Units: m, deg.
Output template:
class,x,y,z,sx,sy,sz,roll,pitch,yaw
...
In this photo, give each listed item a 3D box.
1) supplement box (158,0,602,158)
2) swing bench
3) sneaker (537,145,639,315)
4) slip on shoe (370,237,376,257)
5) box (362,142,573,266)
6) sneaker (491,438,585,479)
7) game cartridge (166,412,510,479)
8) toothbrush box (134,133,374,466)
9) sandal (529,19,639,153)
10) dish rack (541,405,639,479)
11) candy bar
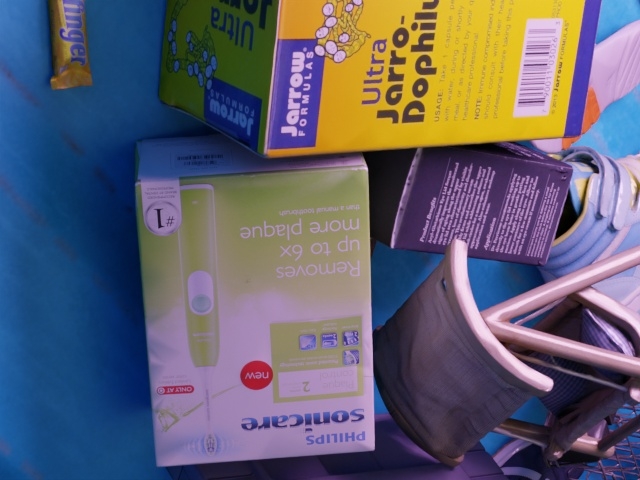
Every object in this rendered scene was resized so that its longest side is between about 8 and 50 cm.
class,x,y,z,sx,sy,sz,roll,pitch,yaw
supplement box,0.058,-0.200,1.590,0.356,0.194,0.195,-6,111,-34
swing bench,0.207,0.116,1.721,0.254,0.253,0.165,-2,69,-17
sneaker,0.342,-0.065,1.887,0.319,0.127,0.208,-50,129,-10
slip on shoe,0.000,0.000,1.719,0.135,0.051,0.041,5,91,-44
box,0.116,-0.055,1.715,0.207,0.153,0.108,7,104,-35
sneaker,0.217,0.308,1.923,0.282,0.153,0.099,-21,119,-27
game cartridge,0.047,0.263,1.739,0.355,0.230,0.068,-1,123,-35
toothbrush box,-0.060,0.051,1.604,0.206,0.122,0.283,-3,113,-5
sandal,0.263,-0.170,1.831,0.265,0.076,0.102,-32,134,-47
dish rack,0.338,0.235,1.988,0.208,0.074,0.271,-63,143,-37
candy bar,-0.219,-0.209,1.505,0.040,0.018,0.161,-14,116,-31
